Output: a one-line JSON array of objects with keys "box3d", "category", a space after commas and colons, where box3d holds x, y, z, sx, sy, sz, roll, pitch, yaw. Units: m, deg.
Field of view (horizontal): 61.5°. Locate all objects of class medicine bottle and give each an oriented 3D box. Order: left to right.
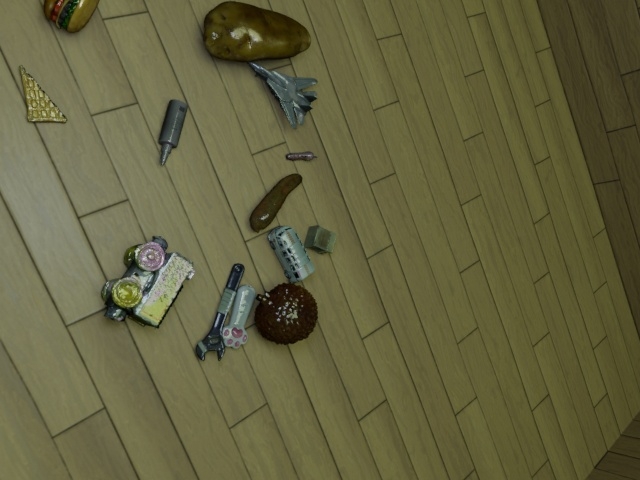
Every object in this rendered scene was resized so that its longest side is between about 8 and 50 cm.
[{"box3d": [-0.443, -0.315, 1.590, 0.057, 0.057, 0.199, 18, 76, -31], "category": "medicine bottle"}]

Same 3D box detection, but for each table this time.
[{"box3d": [0.000, 0.000, 1.847, 0.083, 0.062, 0.079, 24, 73, -29], "category": "table"}]

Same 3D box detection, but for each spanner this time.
[{"box3d": [-0.291, 0.216, 1.639, 0.087, 0.024, 0.316, 14, 69, 11], "category": "spanner"}]

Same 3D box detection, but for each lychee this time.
[{"box3d": [-0.110, 0.227, 1.681, 0.238, 0.200, 0.200, 41, 65, -38], "category": "lychee"}]

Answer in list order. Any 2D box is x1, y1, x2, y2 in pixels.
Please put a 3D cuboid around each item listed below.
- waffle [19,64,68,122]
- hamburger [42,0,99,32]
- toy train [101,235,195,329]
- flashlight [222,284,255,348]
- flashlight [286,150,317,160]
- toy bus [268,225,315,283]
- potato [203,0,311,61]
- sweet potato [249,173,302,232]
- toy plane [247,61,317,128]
[{"box3d": [-0.735, -0.387, 1.426, 0.097, 0.023, 0.153, -11, 91, -35], "category": "waffle"}, {"box3d": [-0.657, -0.636, 1.425, 0.115, 0.162, 0.162, 29, 71, -27], "category": "hamburger"}, {"box3d": [-0.476, 0.119, 1.481, 0.177, 0.134, 0.261, 38, 67, -25], "category": "toy train"}, {"box3d": [-0.249, 0.234, 1.671, 0.093, 0.047, 0.201, 24, 74, -28], "category": "flashlight"}, {"box3d": [-0.067, -0.288, 1.850, 0.110, 0.052, 0.031, -7, 125, -27], "category": "flashlight"}, {"box3d": [-0.093, 0.042, 1.767, 0.087, 0.089, 0.194, -32, 102, -31], "category": "toy bus"}, {"box3d": [-0.197, -0.660, 1.714, 0.368, 0.195, 0.177, -12, 114, -35], "category": "potato"}, {"box3d": [-0.145, -0.139, 1.766, 0.075, 0.075, 0.273, 47, 59, -21], "category": "sweet potato"}, {"box3d": [-0.141, -0.512, 1.797, 0.267, 0.088, 0.212, 29, 69, -19], "category": "toy plane"}]
